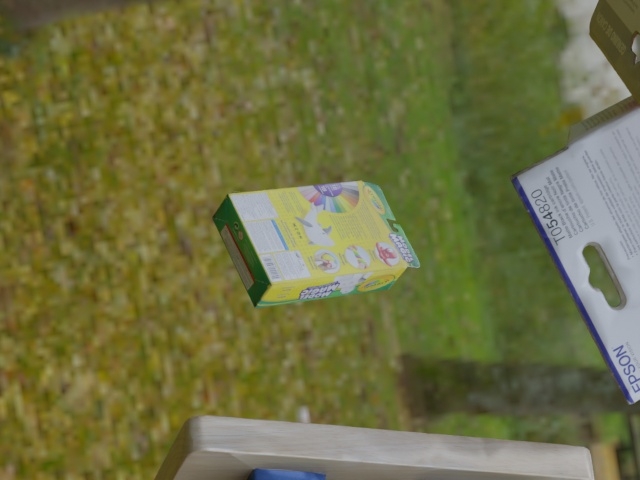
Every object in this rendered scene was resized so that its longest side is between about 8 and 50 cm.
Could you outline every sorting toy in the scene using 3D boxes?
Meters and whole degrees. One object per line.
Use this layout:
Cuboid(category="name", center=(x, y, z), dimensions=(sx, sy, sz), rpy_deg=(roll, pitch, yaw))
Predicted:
Cuboid(category="sorting toy", center=(0.010, 0.219, 1.141), dimensions=(0.255, 0.257, 0.089), rpy_deg=(119, -29, -50))

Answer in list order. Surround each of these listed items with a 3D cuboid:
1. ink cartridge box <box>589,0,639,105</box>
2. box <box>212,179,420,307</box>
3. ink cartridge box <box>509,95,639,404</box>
Cuboid(category="ink cartridge box", center=(0.324, -0.211, 1.280), dimensions=(0.309, 0.130, 0.272), rpy_deg=(-97, -152, -67))
Cuboid(category="box", center=(0.000, 0.000, 1.656), dimensions=(0.043, 0.179, 0.105), rpy_deg=(-54, -127, 45))
Cuboid(category="ink cartridge box", center=(0.290, -0.015, 1.422), dimensions=(0.223, 0.224, 0.045), rpy_deg=(62, 4, -16))
